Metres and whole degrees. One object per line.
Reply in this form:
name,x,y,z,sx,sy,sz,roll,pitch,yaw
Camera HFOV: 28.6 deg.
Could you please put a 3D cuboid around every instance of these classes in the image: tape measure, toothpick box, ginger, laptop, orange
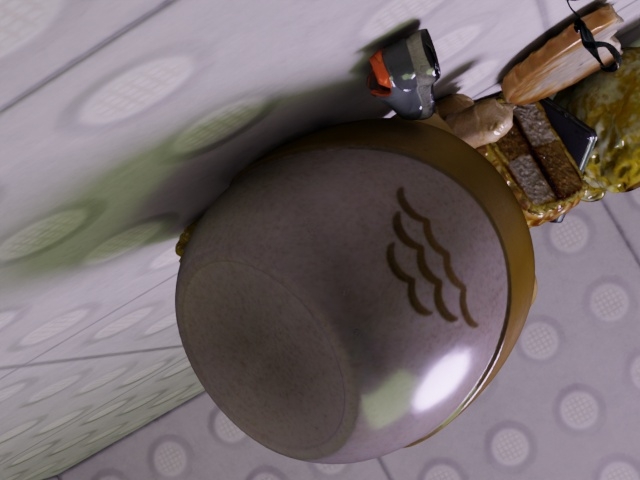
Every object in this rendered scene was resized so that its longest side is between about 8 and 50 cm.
tape measure,0.331,-0.268,1.422,0.107,0.179,0.104,-30,155,14
toothpick box,0.060,0.050,1.600,0.425,0.409,0.409,-33,176,-40
ginger,0.149,-0.132,1.812,0.334,0.081,0.148,-35,-146,33
laptop,0.370,-0.139,2.090,0.026,0.154,0.207,-29,148,-34
orange,0.503,-0.206,2.123,0.271,0.210,0.369,-52,-173,-17

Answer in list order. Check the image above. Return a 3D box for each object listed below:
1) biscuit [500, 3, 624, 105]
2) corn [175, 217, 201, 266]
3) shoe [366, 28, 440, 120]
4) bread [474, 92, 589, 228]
biscuit,0.364,-0.273,1.897,0.205,0.040,0.309,-31,171,12
corn,-0.095,-0.008,1.791,0.310,0.101,0.101,-23,170,-48
shoe,0.090,-0.185,1.465,0.077,0.074,0.194,-16,168,-4
bread,0.309,-0.123,1.996,0.181,0.222,0.096,-27,174,-37
